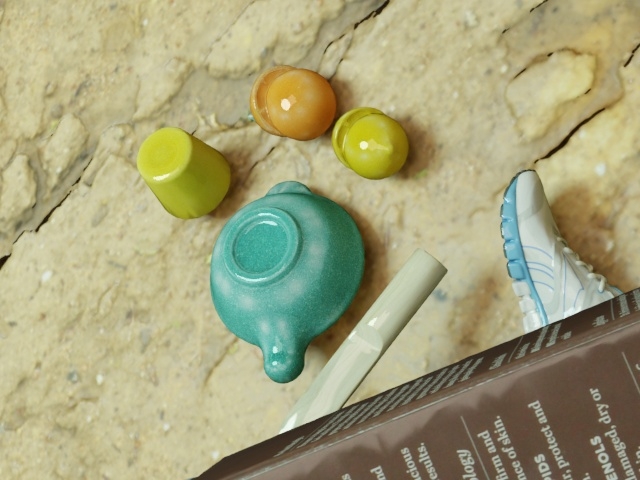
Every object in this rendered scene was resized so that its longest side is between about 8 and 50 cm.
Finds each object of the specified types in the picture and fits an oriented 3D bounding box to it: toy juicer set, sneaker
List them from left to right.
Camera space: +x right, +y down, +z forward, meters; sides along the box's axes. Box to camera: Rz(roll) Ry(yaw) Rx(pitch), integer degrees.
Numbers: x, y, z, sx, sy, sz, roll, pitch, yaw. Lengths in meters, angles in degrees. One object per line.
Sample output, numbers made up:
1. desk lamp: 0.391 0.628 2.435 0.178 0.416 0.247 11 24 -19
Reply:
1. toy juicer set: 0.000 0.000 1.101 0.209 0.089 0.329 -34 58 6
2. sneaker: 0.183 0.038 0.991 0.083 0.071 0.190 -15 82 22

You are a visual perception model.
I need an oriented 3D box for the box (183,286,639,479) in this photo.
1. box: 0.102 0.148 0.876 0.381 0.191 0.143 -22 88 12
